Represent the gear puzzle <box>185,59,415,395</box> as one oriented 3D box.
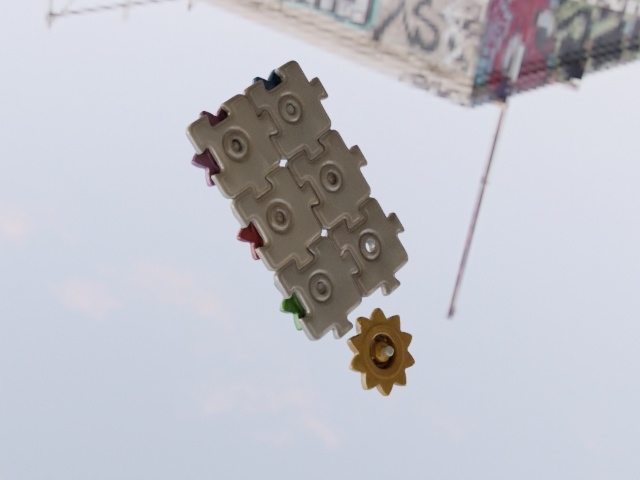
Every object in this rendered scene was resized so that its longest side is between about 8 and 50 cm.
[{"bbox_3d":[0.000,0.000,1.237,0.175,0.339,0.044,-39,-166,-37],"label":"gear puzzle"}]
